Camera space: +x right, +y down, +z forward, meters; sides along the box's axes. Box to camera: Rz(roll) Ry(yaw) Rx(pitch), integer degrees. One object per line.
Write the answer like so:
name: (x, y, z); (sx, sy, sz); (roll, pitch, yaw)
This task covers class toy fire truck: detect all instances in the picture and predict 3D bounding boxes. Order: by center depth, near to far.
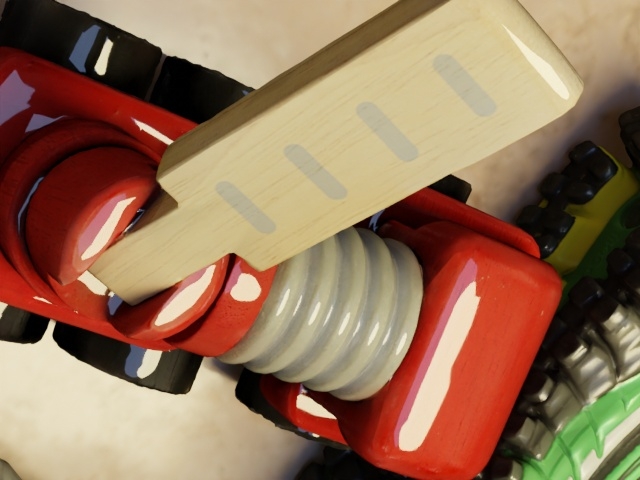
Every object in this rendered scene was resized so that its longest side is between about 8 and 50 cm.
toy fire truck: (0.000, 0.000, 0.448); (0.217, 0.246, 0.158); (22, 94, -27)

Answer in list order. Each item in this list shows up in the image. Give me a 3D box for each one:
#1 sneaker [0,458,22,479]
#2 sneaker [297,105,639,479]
sneaker: (-0.137, 0.146, 0.520); (0.129, 0.111, 0.297); (-35, 111, 5)
sneaker: (0.098, 0.114, 0.584); (0.343, 0.134, 0.146); (-49, 117, -6)
